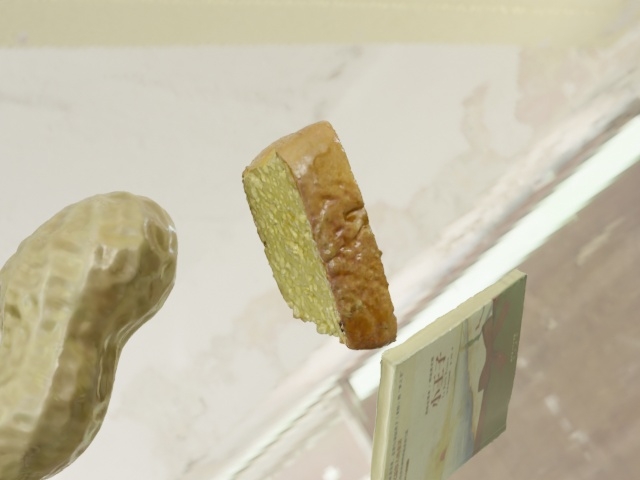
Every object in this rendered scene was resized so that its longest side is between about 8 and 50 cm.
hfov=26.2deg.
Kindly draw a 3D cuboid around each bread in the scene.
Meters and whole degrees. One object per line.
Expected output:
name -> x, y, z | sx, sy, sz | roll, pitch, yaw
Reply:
bread -> 0.000, 0.000, 1.088 | 0.065, 0.187, 0.103 | -27, 19, -27

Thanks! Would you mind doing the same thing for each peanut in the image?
peanut -> -0.225, 0.090, 1.153 | 0.298, 0.136, 0.120 | -65, -15, -9

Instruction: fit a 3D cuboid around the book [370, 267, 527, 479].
book -> 0.132, 0.158, 1.407 | 0.289, 0.026, 0.201 | -28, -50, -52
